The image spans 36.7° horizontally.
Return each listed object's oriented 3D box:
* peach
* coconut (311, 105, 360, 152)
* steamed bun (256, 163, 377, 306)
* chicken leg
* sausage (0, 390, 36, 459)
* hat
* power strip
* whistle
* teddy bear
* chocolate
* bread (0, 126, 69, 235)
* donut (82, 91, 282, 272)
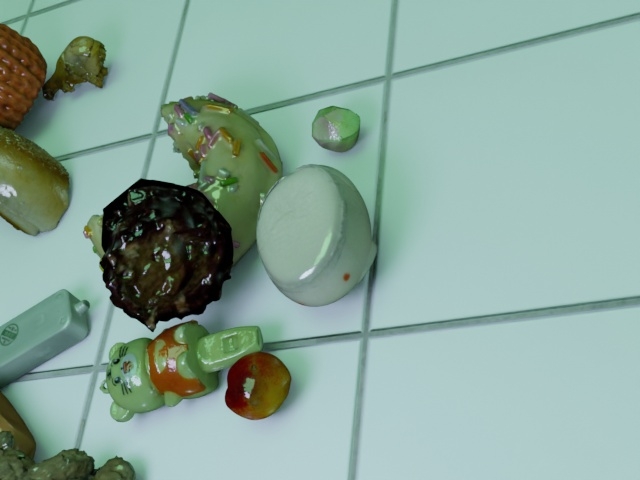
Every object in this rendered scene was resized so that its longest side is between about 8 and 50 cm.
[{"bbox_3d":[-0.091,0.210,1.396,0.100,0.101,0.101,-16,52,21],"label":"peach"},{"bbox_3d":[0.025,-0.188,1.623,0.083,0.081,0.082,-32,82,-11],"label":"coconut"},{"bbox_3d":[0.000,0.000,1.467,0.177,0.130,0.228,-31,49,22],"label":"steamed bun"},{"bbox_3d":[-0.525,-0.358,2.070,0.207,0.101,0.085,-32,41,36],"label":"chicken leg"},{"bbox_3d":[-0.559,0.316,1.587,0.136,0.120,0.241,-44,52,-2],"label":"sausage"},{"bbox_3d":[-0.785,-0.406,2.030,0.285,0.400,0.285,-28,36,23],"label":"hat"},{"bbox_3d":[-0.563,0.206,1.707,0.385,0.062,0.091,-30,48,10],"label":"power strip"},{"bbox_3d":[-0.220,0.189,1.483,0.288,0.106,0.131,-20,58,19],"label":"whistle"},{"bbox_3d":[-0.436,0.402,1.417,0.256,0.156,0.267,16,69,29],"label":"teddy bear"},{"bbox_3d":[-0.249,0.038,1.437,0.206,0.224,0.177,-35,10,24],"label":"chocolate"},{"bbox_3d":[-0.647,-0.143,1.913,0.314,0.192,0.171,20,72,39],"label":"bread"},{"bbox_3d":[-0.224,-0.077,1.641,0.307,0.150,0.371,20,71,35],"label":"donut"}]
